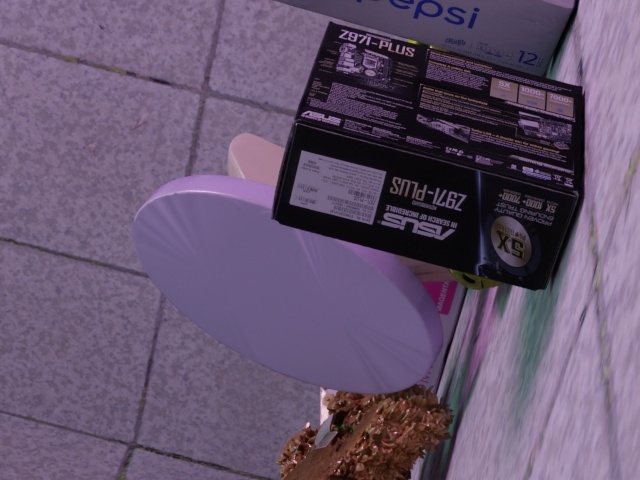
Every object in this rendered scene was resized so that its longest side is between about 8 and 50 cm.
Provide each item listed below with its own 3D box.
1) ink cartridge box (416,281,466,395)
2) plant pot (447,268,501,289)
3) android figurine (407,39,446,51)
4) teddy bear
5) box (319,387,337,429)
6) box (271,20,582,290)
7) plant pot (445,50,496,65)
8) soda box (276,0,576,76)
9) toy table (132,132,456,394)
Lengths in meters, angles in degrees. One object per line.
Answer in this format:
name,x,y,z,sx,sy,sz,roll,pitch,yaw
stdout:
ink cartridge box,0.112,0.052,1.654,0.311,0.065,0.185,-70,-5,-68
plant pot,0.118,-0.001,1.186,0.079,0.083,0.083,-102,24,-62
android figurine,0.117,-0.115,1.445,0.248,0.056,0.272,47,-125,-64
teddy bear,0.033,0.225,1.333,0.245,0.113,0.338,-53,10,2
box,0.034,0.188,1.653,0.063,0.067,0.324,74,-166,-57
box,0.072,-0.057,0.995,0.147,0.180,0.077,-76,0,-56
plant pot,0.144,-0.113,1.330,0.083,0.081,0.081,55,-131,-73
soda box,0.063,-0.230,1.240,0.098,0.286,0.091,105,-179,-61
toy table,0.000,0.000,1.313,0.161,0.274,0.252,-51,-8,-45
